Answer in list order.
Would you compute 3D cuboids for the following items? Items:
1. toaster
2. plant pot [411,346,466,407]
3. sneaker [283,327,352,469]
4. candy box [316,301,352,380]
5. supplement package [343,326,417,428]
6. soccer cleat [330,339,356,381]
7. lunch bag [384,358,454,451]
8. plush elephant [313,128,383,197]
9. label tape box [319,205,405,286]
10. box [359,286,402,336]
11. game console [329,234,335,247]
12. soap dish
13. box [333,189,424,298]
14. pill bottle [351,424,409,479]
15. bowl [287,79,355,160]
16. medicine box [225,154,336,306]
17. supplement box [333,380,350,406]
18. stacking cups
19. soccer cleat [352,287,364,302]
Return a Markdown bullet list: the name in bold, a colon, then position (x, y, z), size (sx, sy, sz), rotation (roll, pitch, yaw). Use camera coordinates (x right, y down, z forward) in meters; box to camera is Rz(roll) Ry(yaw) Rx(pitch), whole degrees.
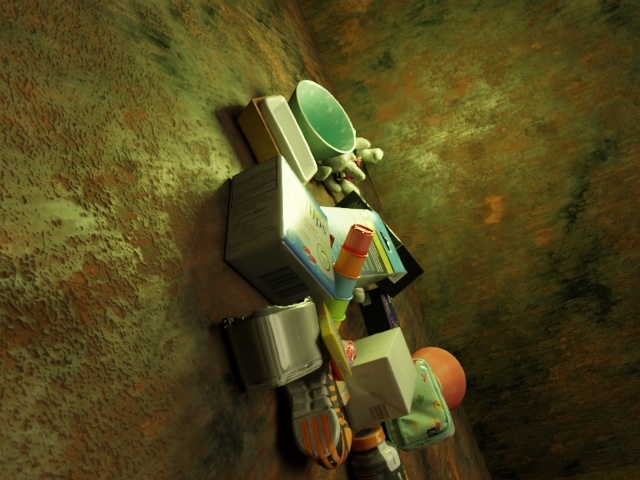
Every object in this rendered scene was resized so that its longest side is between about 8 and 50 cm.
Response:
- **toaster**: position (-0.088, 0.203, 0.892), size (0.227, 0.129, 0.146), rotation (-2, 73, -59)
- **plant pot**: position (0.431, 0.586, 1.829), size (0.243, 0.275, 0.274), rotation (10, 59, -60)
- **sneaker**: position (-0.014, 0.351, 1.014), size (0.180, 0.125, 0.320), rotation (70, 8, -46)
- **candy box**: position (0.027, 0.216, 0.999), size (0.105, 0.027, 0.206), rotation (63, 1, -11)
- **supplement package**: position (0.176, 0.406, 1.373), size (0.175, 0.178, 0.293), rotation (68, 18, 1)
- **soccer cleat**: position (0.056, 0.298, 1.162), size (0.248, 0.095, 0.082), rotation (131, -60, -84)
- **lunch bag**: position (0.310, 0.563, 1.531), size (0.108, 0.224, 0.279), rotation (54, 16, -49)
- **plush elephant**: position (0.095, -0.323, 1.876), size (0.330, 0.271, 0.255), rotation (34, 12, -12)
- **label tape box**: position (0.094, 0.025, 1.451), size (0.348, 0.115, 0.249), rotation (1, 60, -47)
- **box**: position (0.253, 0.337, 1.824), size (0.184, 0.103, 0.261), rotation (36, 36, -65)
- **game console**: position (-0.004, 0.054, 1.283), size (0.085, 0.144, 0.124), rotation (33, 69, -38)
- **soap dish**: position (-0.129, -0.296, 1.391), size (0.290, 0.118, 0.229), rotation (64, 18, -14)
- **box**: position (0.210, 0.020, 1.768), size (0.312, 0.179, 0.343), rotation (52, 7, 32)
- **pill bottle**: position (0.158, 0.611, 1.159), size (0.245, 0.131, 0.130), rotation (70, 17, 6)
- **bowl**: position (-0.030, -0.419, 1.684), size (0.312, 0.163, 0.311), rotation (32, 42, -35)
- **medicine box**: position (-0.092, -0.013, 1.116), size (0.263, 0.149, 0.289), rotation (51, 25, -44)
- **supplement box**: position (0.042, 0.394, 1.224), size (0.098, 0.036, 0.062), rotation (70, 18, 3)
- **stacking cups**: position (0.049, 0.106, 1.186), size (0.096, 0.096, 0.315), rotation (-39, 148, -72)
- **soccer cleat**: position (0.103, 0.152, 1.664), size (0.076, 0.068, 0.196), rotation (-38, 109, -51)
